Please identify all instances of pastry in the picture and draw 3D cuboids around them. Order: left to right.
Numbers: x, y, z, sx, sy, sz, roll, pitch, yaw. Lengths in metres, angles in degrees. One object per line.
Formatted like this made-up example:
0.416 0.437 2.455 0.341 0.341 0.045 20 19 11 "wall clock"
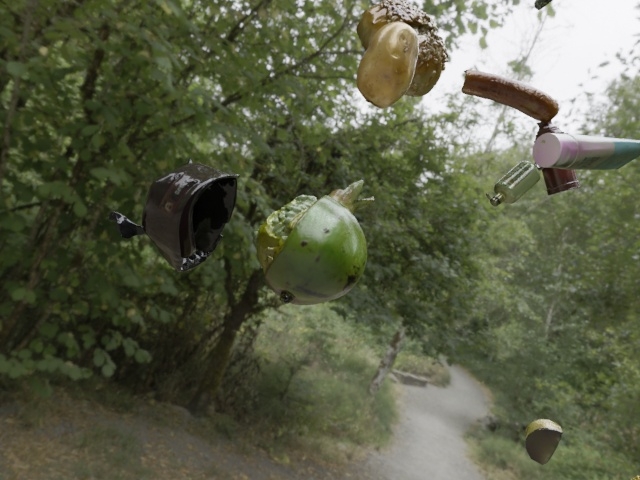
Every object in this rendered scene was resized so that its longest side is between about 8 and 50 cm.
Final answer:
0.259 -0.594 1.544 0.284 0.316 0.184 -6 -24 -48 "pastry"

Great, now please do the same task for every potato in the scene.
0.146 -0.374 1.096 0.118 0.178 0.109 22 6 -6 "potato"
0.527 0.470 1.245 0.066 0.096 0.103 31 6 13 "potato"

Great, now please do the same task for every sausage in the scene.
0.555 -0.433 1.523 0.302 0.076 0.103 24 2 14 "sausage"

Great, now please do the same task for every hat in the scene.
-0.298 -0.081 1.068 0.209 0.238 0.336 32 -16 -3 "hat"

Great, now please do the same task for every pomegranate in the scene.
0.000 0.000 1.166 0.260 0.341 0.260 36 -20 15 "pomegranate"

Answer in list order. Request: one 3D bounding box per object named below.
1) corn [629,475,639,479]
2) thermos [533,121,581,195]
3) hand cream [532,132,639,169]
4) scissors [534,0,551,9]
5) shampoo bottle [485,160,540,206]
0.905 0.645 1.328 0.130 0.130 0.347 24 -50 -23 "corn"
0.710 -0.261 1.560 0.124 0.232 0.099 -13 -3 -7 "thermos"
0.578 -0.178 1.085 0.312 0.070 0.111 -2 -26 -26 "hand cream"
0.692 -0.718 1.358 0.041 0.289 0.138 41 21 -27 "scissors"
0.564 -0.158 1.518 0.079 0.162 0.079 48 -8 9 "shampoo bottle"
